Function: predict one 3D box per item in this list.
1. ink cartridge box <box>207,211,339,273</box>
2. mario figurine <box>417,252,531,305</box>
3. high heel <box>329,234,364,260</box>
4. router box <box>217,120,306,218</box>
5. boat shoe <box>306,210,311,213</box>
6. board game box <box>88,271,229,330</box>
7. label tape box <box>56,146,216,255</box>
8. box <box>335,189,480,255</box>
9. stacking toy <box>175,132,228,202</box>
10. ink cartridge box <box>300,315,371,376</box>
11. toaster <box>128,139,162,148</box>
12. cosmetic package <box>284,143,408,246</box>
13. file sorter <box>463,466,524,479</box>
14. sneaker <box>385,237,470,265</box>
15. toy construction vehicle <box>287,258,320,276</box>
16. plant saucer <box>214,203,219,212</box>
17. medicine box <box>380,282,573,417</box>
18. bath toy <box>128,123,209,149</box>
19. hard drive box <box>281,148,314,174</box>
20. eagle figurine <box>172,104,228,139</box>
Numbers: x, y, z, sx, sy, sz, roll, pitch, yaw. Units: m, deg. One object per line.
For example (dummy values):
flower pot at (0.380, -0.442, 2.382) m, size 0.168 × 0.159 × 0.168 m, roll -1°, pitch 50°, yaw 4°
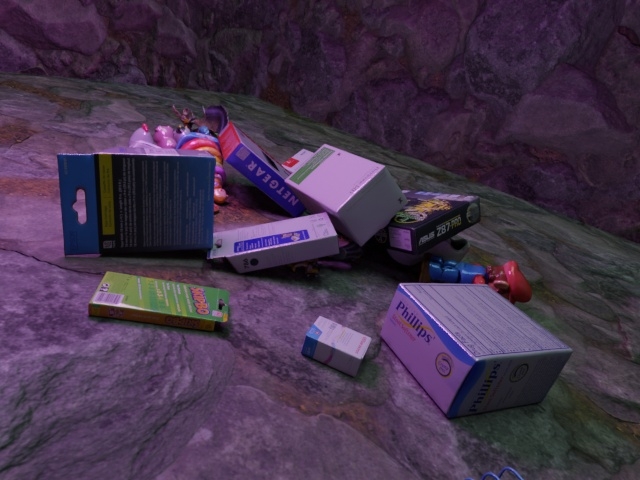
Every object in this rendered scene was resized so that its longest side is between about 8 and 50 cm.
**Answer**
ink cartridge box at (-0.127, 0.007, 1.249) m, size 0.333 × 0.065 × 0.165 m, roll -9°, pitch 26°, yaw -4°
mario figurine at (0.454, 0.142, 1.395) m, size 0.321 × 0.170 × 0.198 m, roll 12°, pitch 57°, yaw 16°
high heel at (0.000, 0.000, 1.438) m, size 0.261 × 0.093 × 0.186 m, roll 23°, pitch 11°, yaw 23°
router box at (-0.204, -0.255, 1.681) m, size 0.335 × 0.082 × 0.301 m, roll 39°, pitch 10°, yaw -30°
boat shoe at (-0.017, -0.112, 1.723) m, size 0.040 × 0.049 × 0.142 m, roll 21°, pitch 15°, yaw -44°
board game box at (-0.321, 0.125, 0.966) m, size 0.260 × 0.039 × 0.124 m, roll 8°, pitch 24°, yaw -12°
label tape box at (-0.429, -0.098, 1.122) m, size 0.334 × 0.240 × 0.106 m, roll -2°, pitch 22°, yaw -25°
box at (0.255, -0.074, 1.508) m, size 0.319 × 0.097 × 0.395 m, roll -21°, pitch 21°, yaw -34°
stacking toy at (-0.395, -0.232, 1.645) m, size 0.175 × 0.165 × 0.301 m, roll 7°, pitch 37°, yaw -40°
ink cartridge box at (0.034, 0.217, 0.968) m, size 0.123 × 0.052 × 0.088 m, roll 20°, pitch 23°, yaw 13°
toaster at (-0.484, -0.165, 1.263) m, size 0.129 × 0.226 × 0.146 m, roll 20°, pitch 55°, yaw 7°
cosmetic package at (0.066, -0.150, 1.429) m, size 0.155 × 0.197 × 0.366 m, roll 51°, pitch -9°, yaw -32°
file sorter at (0.213, 0.388, 0.620) m, size 0.171 × 0.104 × 0.118 m, roll 3°, pitch 26°, yaw -30°
sneaker at (0.347, 0.014, 1.528) m, size 0.298 × 0.129 × 0.110 m, roll 5°, pitch 50°, yaw -19°
toy construction vehicle at (-0.042, 0.064, 1.296) m, size 0.098 × 0.035 × 0.086 m, roll 6°, pitch 24°, yaw -23°
plant saucer at (-0.369, -0.106, 1.503) m, size 0.084 × 0.013 × 0.083 m, roll 13°, pitch 23°, yaw -6°
medicine box at (0.329, 0.223, 1.027) m, size 0.290 × 0.149 × 0.263 m, roll 3°, pitch 26°, yaw -28°
bath toy at (-0.610, -0.409, 1.903) m, size 0.152 × 0.128 × 0.348 m, roll 31°, pitch 27°, yaw 31°
hard drive box at (-0.028, -0.270, 1.946) m, size 0.232 × 0.089 × 0.181 m, roll 24°, pitch 46°, yaw 22°
eagle figurine at (-0.494, -0.500, 2.131) m, size 0.299 × 0.224 × 0.226 m, roll 12°, pitch 8°, yaw 18°
